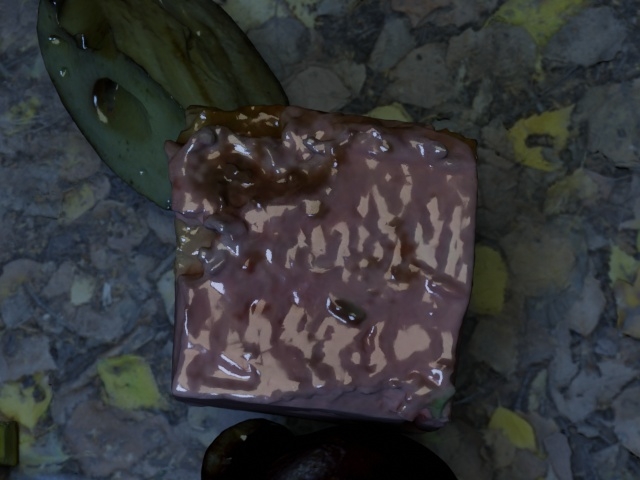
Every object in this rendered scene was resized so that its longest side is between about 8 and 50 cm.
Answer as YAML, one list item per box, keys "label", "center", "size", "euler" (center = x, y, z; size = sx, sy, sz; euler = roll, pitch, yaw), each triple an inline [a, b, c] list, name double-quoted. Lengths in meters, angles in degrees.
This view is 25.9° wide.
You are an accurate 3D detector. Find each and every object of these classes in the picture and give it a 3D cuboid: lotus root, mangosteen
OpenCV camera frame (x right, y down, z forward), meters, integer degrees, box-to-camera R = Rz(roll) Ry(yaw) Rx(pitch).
- label: "lotus root"
  center: [-0.184, -0.177, 1.620]
  size: [0.210, 0.142, 0.314]
  euler: [-18, 60, -36]
- label: "mangosteen"
  center: [0.010, 0.302, 1.341]
  size: [0.297, 0.297, 0.313]
  euler: [-31, 74, -1]

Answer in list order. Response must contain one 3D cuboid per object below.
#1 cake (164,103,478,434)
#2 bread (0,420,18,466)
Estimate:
- label: "cake"
  center: [-0.005, 0.028, 1.387]
  size: [0.314, 0.293, 0.306]
  euler: [7, 83, -1]
- label: "bread"
  center: [-0.455, 0.214, 1.576]
  size: [0.226, 0.049, 0.088]
  euler: [-3, 71, 8]
